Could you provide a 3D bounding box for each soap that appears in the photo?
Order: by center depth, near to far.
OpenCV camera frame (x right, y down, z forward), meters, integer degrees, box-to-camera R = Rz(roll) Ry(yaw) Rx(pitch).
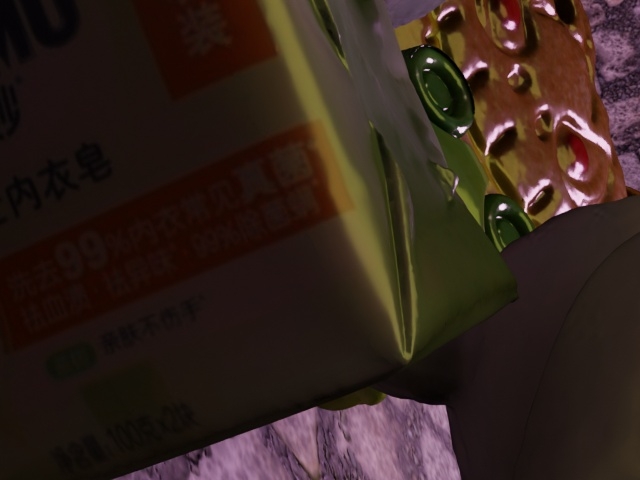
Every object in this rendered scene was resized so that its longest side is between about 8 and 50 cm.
[{"bbox_3d":[-0.067,-0.024,0.472,0.182,0.199,0.138,68,21,1],"label":"soap"}]

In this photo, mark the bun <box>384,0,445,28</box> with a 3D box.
[{"bbox_3d":[0.008,-0.267,0.759,0.362,0.211,0.362,-40,137,-50],"label":"bun"}]

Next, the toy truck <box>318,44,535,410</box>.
[{"bbox_3d":[0.015,0.008,0.794,0.187,0.148,0.210,53,35,-13],"label":"toy truck"}]

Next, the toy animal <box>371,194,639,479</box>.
[{"bbox_3d":[0.098,0.137,0.519,0.272,0.206,0.265,116,-9,-53],"label":"toy animal"}]

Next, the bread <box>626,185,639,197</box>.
[{"bbox_3d":[0.267,0.043,1.405,0.270,0.195,0.143,-85,-167,-50],"label":"bread"}]

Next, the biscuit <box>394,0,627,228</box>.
[{"bbox_3d":[0.147,-0.120,1.219,0.394,0.070,0.350,56,48,-19],"label":"biscuit"}]
